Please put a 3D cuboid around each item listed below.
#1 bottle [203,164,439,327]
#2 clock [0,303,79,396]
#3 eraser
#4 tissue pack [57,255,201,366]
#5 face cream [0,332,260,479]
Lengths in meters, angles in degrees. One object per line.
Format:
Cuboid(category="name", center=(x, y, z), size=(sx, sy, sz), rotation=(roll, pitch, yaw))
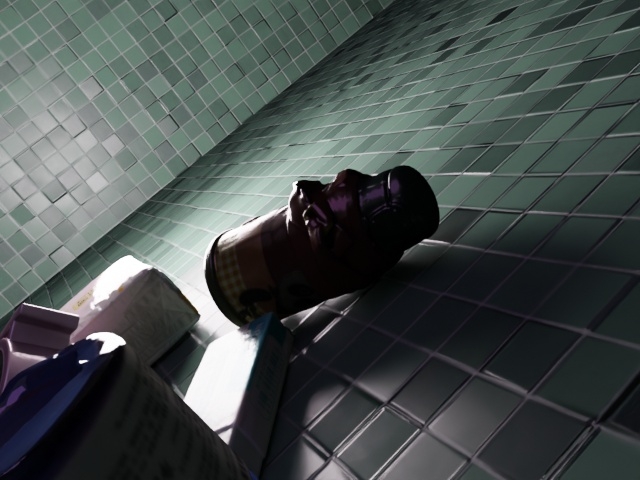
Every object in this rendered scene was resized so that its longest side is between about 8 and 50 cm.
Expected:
Cuboid(category="bottle", center=(0.000, 0.000, 0.790), size=(0.271, 0.143, 0.156), rotation=(-26, 12, 29))
Cuboid(category="clock", center=(-0.400, 0.263, 0.869), size=(0.290, 0.080, 0.275), rotation=(-48, 36, 33))
Cuboid(category="eraser", center=(-0.090, 0.163, 0.704), size=(0.096, 0.052, 0.225), rotation=(-28, 20, 19))
Cuboid(category="tissue pack", center=(-0.311, 0.124, 1.087), size=(0.185, 0.124, 0.225), rotation=(-45, 19, -15))
Cuboid(category="face cream", center=(-0.151, 0.210, 0.431), size=(0.249, 0.225, 0.249), rotation=(-33, 17, 12))
